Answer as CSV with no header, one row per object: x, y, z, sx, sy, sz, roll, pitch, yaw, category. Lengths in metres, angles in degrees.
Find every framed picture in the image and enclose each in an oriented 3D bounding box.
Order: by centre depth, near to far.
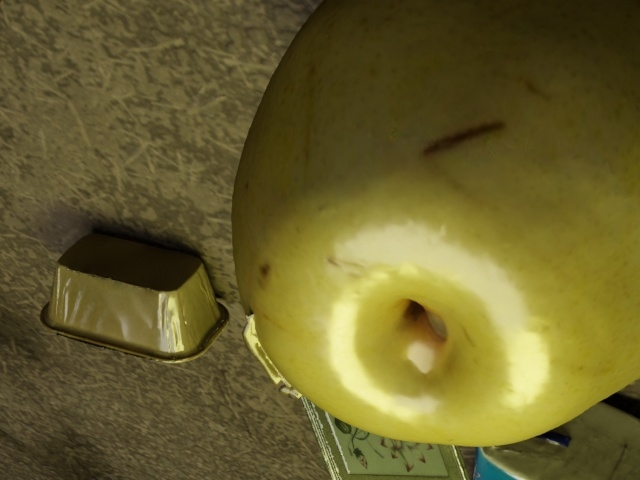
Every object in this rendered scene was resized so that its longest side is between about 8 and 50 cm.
0.039,0.129,1.128,0.173,0.010,0.231,-11,103,46,framed picture

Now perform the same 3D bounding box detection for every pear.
0.095,-0.028,0.749,0.309,0.309,0.309,18,144,13,pear

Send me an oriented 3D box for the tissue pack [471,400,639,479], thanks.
0.225,0.264,1.150,0.209,0.137,0.269,27,146,18,tissue pack

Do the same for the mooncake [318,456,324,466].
-0.093,0.146,1.290,0.347,0.057,0.150,36,157,-17,mooncake

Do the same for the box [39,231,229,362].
-0.177,0.060,1.200,0.177,0.111,0.111,14,143,19,box
